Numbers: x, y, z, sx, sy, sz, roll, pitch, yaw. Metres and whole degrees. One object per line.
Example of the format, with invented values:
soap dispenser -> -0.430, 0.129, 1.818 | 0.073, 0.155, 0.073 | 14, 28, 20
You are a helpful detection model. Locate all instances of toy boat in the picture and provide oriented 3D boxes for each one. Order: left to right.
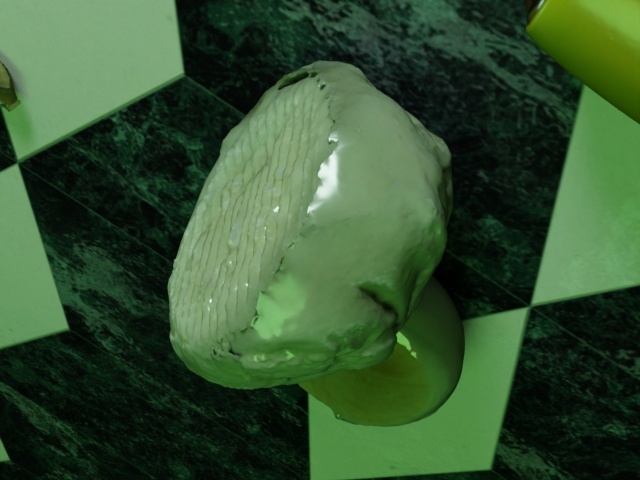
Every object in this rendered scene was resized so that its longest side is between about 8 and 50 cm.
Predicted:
toy boat -> -0.443, -0.228, 1.153 | 0.149, 0.047, 0.049 | 46, 150, -14

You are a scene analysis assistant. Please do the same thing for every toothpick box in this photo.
toothpick box -> 0.300, -0.162, 0.707 | 0.271, 0.175, 0.175 | 32, 139, 2

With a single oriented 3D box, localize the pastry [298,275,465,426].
pastry -> 0.063, 0.122, 1.147 | 0.264, 0.133, 0.265 | 16, 137, 16

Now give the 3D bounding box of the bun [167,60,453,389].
bun -> 0.000, 0.000, 0.932 | 0.210, 0.360, 0.359 | 27, 143, -27
